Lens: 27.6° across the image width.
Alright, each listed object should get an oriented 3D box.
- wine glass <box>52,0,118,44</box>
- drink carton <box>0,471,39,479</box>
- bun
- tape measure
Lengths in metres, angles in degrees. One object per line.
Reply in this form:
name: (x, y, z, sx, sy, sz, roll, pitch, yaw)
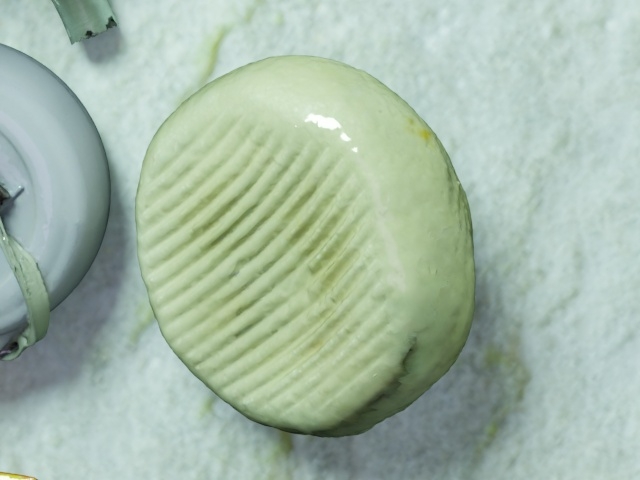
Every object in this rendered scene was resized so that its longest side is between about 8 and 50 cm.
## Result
wine glass: (-0.147, -0.154, 0.747, 0.042, 0.039, 0.083, -20, 107, 4)
drink carton: (-0.283, 0.178, 0.797, 0.223, 0.071, 0.096, 7, 74, 0)
bun: (0.000, 0.000, 0.743, 0.222, 0.127, 0.222, 13, 119, 26)
tape measure: (-0.216, -0.031, 0.743, 0.196, 0.105, 0.178, 36, 101, -6)
